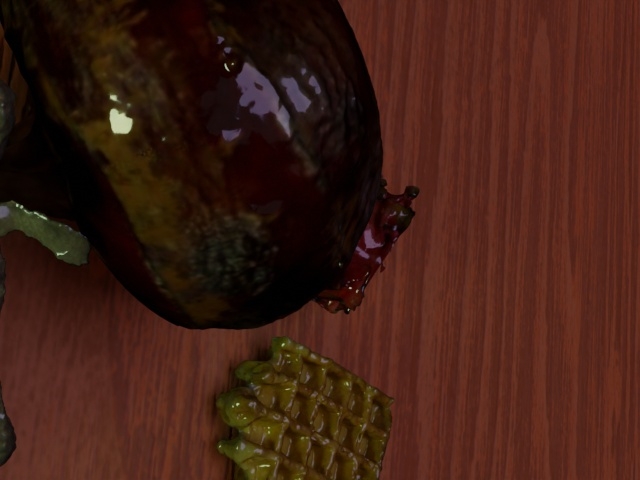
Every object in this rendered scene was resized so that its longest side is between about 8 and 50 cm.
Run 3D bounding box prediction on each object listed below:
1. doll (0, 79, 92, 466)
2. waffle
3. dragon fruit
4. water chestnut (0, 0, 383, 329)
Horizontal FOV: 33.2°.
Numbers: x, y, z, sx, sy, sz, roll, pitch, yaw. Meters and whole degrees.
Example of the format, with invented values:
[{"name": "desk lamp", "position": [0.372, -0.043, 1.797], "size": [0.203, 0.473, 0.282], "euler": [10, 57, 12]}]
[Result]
[{"name": "doll", "position": [-0.234, 0.017, 0.694], "size": [0.286, 0.203, 0.091], "euler": [65, 26, -16]}, {"name": "waffle", "position": [-0.020, 0.190, 1.020], "size": [0.211, 0.055, 0.160], "euler": [35, 59, -43]}, {"name": "dragon fruit", "position": [0.000, 0.000, 1.018], "size": [0.208, 0.133, 0.150], "euler": [-4, 49, -23]}, {"name": "water chestnut", "position": [-0.118, -0.081, 0.795], "size": [0.302, 0.350, 0.350], "euler": [-28, 112, -6]}]
